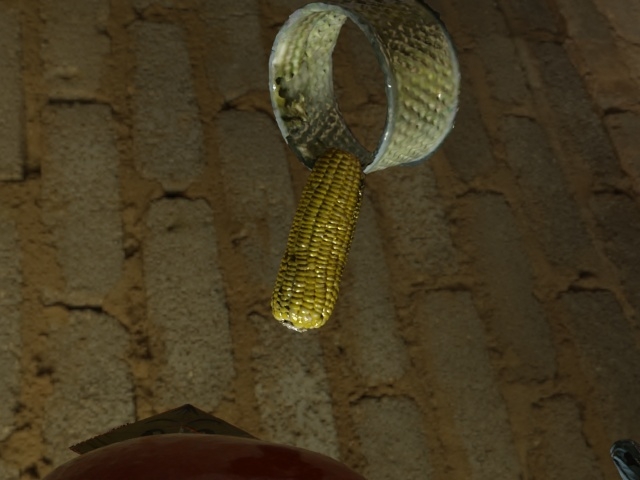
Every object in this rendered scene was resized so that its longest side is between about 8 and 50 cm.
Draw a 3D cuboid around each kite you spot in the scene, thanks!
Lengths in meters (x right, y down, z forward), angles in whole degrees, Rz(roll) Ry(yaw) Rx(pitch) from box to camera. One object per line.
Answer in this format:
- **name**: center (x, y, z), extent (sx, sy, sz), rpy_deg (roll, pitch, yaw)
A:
- **kite**: center (-0.285, 0.386, 1.379), extent (0.327, 0.378, 0.013), rpy_deg (-85, -5, -76)

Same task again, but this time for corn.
- **corn**: center (0.000, 0.000, 0.781), extent (0.072, 0.072, 0.203), rpy_deg (-179, 105, -72)

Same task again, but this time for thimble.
- **thimble**: center (0.060, -0.225, 1.065), extent (0.271, 0.150, 0.270), rpy_deg (24, 123, 43)

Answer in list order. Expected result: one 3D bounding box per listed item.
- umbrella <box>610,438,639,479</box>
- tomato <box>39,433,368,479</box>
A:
- **umbrella**: center (0.461, 0.371, 0.959), extent (0.053, 0.052, 0.250), rpy_deg (53, -165, -31)
- **tomato**: center (-0.063, 0.276, 0.394), extent (0.273, 0.342, 0.341), rpy_deg (-156, 66, -72)
